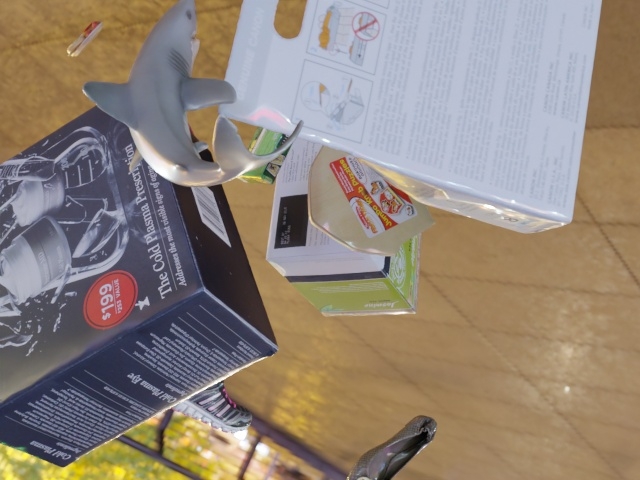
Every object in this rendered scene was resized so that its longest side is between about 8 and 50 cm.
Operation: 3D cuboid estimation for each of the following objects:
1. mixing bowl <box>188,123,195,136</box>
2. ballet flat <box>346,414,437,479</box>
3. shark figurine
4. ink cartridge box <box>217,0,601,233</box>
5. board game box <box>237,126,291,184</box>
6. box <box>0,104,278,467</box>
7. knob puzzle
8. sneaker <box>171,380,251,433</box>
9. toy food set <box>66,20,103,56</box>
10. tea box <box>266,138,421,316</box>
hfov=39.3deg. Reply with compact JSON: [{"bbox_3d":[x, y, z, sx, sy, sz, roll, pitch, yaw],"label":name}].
[{"bbox_3d":[-0.254,-0.116,1.336,0.098,0.181,0.181,-16,144,17],"label":"mixing bowl"},{"bbox_3d":[0.158,0.469,1.932,0.084,0.250,0.058,59,163,-16],"label":"ballet flat"},{"bbox_3d":[-0.139,-0.104,0.759,0.116,0.166,0.278,25,-160,-39],"label":"shark figurine"},{"bbox_3d":[0.101,-0.203,0.929,0.385,0.308,0.091,15,168,-16],"label":"ink cartridge box"},{"bbox_3d":[-0.057,-0.214,1.490,0.030,0.259,0.136,29,174,-26],"label":"board game box"},{"bbox_3d":[-0.265,0.039,1.083,0.179,0.312,0.343,47,-164,-52],"label":"box"},{"bbox_3d":[0.054,-0.060,1.277,0.213,0.213,0.030,32,147,-18],"label":"knob puzzle"},{"bbox_3d":[-0.151,0.215,1.254,0.170,0.075,0.063,32,178,-38],"label":"sneaker"},{"bbox_3d":[-0.411,-0.352,1.563,0.020,0.083,0.082,42,175,-17],"label":"toy food set"},{"bbox_3d":[0.065,-0.050,1.854,0.220,0.329,0.323,-4,154,21],"label":"tea box"}]
